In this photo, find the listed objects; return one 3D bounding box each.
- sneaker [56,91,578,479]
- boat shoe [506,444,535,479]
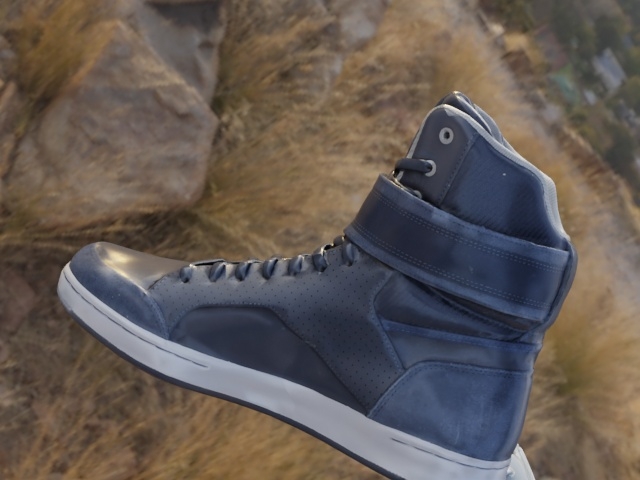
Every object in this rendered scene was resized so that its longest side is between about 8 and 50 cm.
[{"bbox_3d":[0.001,0.000,0.497,0.226,0.163,0.086,21,11,12],"label":"sneaker"},{"bbox_3d":[0.123,0.190,0.824,0.081,0.079,0.227,61,7,-34],"label":"boat shoe"}]
